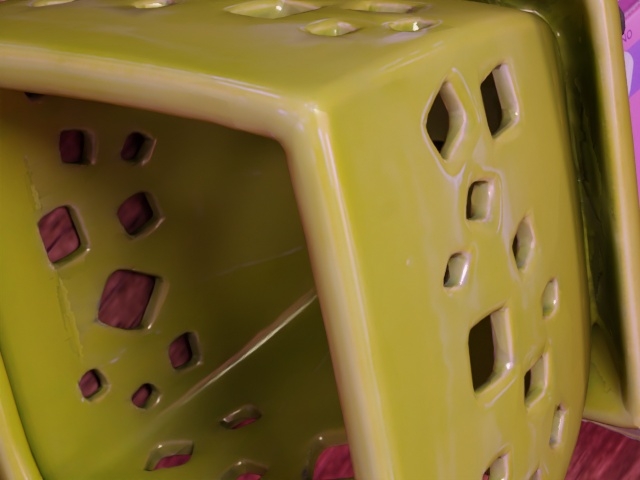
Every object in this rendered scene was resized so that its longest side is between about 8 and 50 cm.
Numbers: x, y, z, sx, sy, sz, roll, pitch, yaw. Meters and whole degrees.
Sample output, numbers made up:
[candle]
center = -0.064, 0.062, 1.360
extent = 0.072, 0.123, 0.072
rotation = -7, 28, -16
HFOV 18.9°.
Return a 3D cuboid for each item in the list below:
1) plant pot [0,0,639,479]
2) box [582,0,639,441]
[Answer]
[plant pot]
center = 0.000, 0.000, 0.748
extent = 0.207, 0.228, 0.227
rotation = -31, 121, -39
[box]
center = 0.179, -0.057, 0.964
extent = 0.213, 0.117, 0.243
rotation = -40, 127, -27
